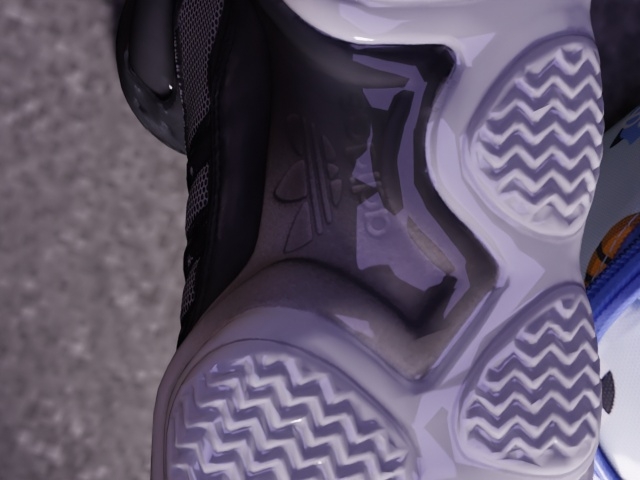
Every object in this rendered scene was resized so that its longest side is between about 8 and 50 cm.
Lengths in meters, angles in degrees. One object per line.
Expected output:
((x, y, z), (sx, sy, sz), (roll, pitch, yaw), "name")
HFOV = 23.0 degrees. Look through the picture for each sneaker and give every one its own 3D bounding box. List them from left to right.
((0.000, 0.000, 0.411), (0.101, 0.153, 0.269), (7, 90, -18), "sneaker")

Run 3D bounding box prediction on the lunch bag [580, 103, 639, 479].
((0.208, 0.062, 0.516), (0.243, 0.115, 0.303), (-42, 110, 0), "lunch bag")
